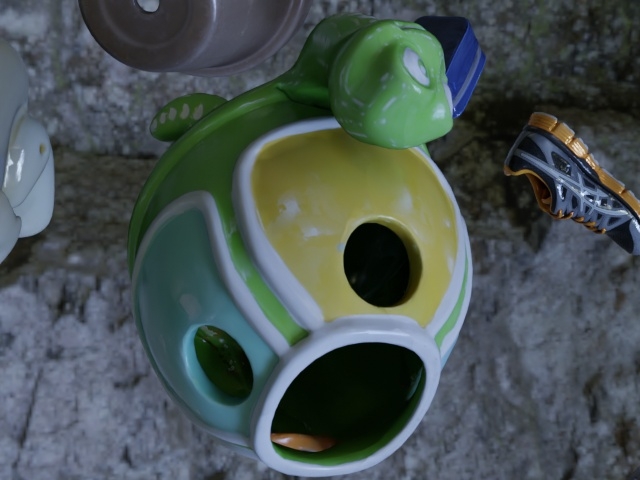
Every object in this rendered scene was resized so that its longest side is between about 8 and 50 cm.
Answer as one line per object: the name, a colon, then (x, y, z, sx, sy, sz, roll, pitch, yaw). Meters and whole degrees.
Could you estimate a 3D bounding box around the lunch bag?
lunch bag: (0.118, -0.170, 0.892, 0.067, 0.065, 0.098, 14, -113, 36)

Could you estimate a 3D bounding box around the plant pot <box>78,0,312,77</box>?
plant pot: (-0.151, -0.283, 0.996, 0.229, 0.263, 0.263, -69, 170, -61)

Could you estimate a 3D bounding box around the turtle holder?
turtle holder: (0.010, 0.012, 0.630, 0.320, 0.243, 0.227, -45, -142, 19)

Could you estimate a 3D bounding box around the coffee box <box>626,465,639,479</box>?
coffee box: (0.379, 0.304, 0.892, 0.297, 0.168, 0.119, -50, -163, 8)

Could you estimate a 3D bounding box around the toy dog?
toy dog: (-0.451, -0.090, 1.031, 0.395, 0.285, 0.408, -63, -166, 19)

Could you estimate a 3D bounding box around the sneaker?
sneaker: (0.301, -0.052, 1.064, 0.083, 0.215, 0.084, -47, -172, -1)
